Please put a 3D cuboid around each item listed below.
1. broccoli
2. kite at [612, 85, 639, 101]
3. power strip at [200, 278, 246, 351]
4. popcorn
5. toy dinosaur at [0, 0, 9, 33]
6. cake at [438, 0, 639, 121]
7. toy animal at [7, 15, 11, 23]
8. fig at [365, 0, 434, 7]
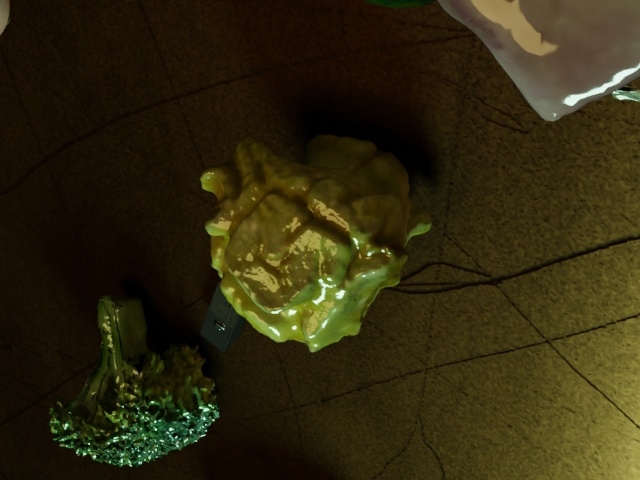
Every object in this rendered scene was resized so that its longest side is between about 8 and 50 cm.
[{"bbox_3d":[-0.210,0.152,1.714,0.194,0.194,0.220,51,168,-9],"label":"broccoli"},{"bbox_3d":[0.303,-0.038,0.859,0.314,0.011,0.335,21,176,30],"label":"kite"},{"bbox_3d":[-0.095,0.073,1.610,0.038,0.029,0.111,37,144,11],"label":"power strip"},{"bbox_3d":[-0.001,-0.001,1.331,0.185,0.187,0.167,80,168,-50],"label":"popcorn"},{"bbox_3d":[-0.249,-0.261,1.304,0.152,0.194,0.177,11,119,16],"label":"toy dinosaur"},{"bbox_3d":[0.198,-0.241,0.829,0.230,0.237,0.309,51,143,-9],"label":"cake"},{"bbox_3d":[-0.340,-0.233,1.452,0.275,0.054,0.149,-165,64,-66],"label":"toy animal"},{"bbox_3d":[0.047,-0.251,1.095,0.117,0.117,0.177,25,130,25],"label":"fig"}]
